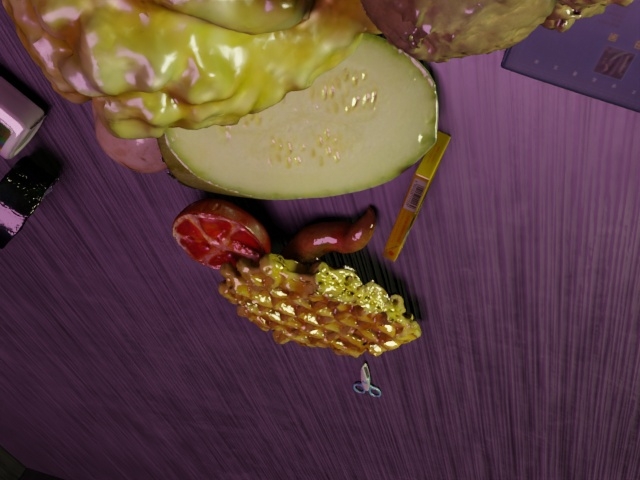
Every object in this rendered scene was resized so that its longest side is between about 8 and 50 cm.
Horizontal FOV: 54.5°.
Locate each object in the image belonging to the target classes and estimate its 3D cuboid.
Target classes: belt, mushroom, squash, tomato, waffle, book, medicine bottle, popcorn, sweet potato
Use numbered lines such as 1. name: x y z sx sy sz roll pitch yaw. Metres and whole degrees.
1. belt: -0.520 -0.065 1.049 0.078 0.151 0.198 39 149 -22
2. mushroom: -0.209 -0.167 0.772 0.166 0.127 0.166 6 98 47
3. squash: -0.027 -0.135 0.672 0.261 0.189 0.189 7 138 28
4. tomato: -0.147 -0.018 0.956 0.156 0.069 0.155 10 146 7
5. waffle: -0.003 0.108 0.984 0.308 0.060 0.312 -2 149 24
6. book: 0.289 -0.232 0.519 0.191 0.025 0.269 21 141 8
7. medicine bottle: -0.529 -0.225 0.927 0.219 0.078 0.115 41 140 -19
8. popcorn: -0.098 -0.243 0.519 0.279 0.335 0.274 41 165 32
9. sweet potato: 0.000 0.002 0.913 0.202 0.055 0.058 -18 165 39

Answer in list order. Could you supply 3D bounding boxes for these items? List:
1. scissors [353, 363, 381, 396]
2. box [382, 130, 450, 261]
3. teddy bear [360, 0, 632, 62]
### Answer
1. scissors: 0.087 0.270 1.198 0.058 0.014 0.119 10 142 18
2. box: 0.116 -0.051 0.764 0.023 0.086 0.155 22 141 6
3. teddy bear: 0.140 -0.208 0.407 0.256 0.156 0.267 -10 156 21
